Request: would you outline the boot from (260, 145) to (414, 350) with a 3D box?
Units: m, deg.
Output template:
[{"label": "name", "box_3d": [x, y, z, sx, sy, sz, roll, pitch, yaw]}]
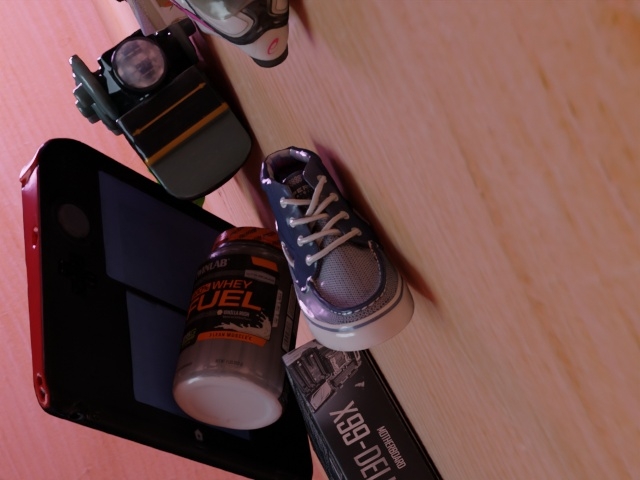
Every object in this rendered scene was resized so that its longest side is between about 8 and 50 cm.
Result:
[{"label": "boot", "box_3d": [0.000, 0.000, 0.713, 0.086, 0.069, 0.190, 64, 174, -22]}]

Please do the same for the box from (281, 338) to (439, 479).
[{"label": "box", "box_3d": [0.061, 0.251, 1.093, 0.242, 0.076, 0.307, 60, 171, 27]}]

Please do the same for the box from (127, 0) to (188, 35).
[{"label": "box", "box_3d": [-0.139, -0.263, 0.802, 0.067, 0.063, 0.324, 61, 172, 16]}]

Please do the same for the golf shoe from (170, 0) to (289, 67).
[{"label": "golf shoe", "box_3d": [-0.073, -0.164, 0.678, 0.186, 0.067, 0.086, 53, 168, 53]}]

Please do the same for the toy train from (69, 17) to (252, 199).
[{"label": "toy train", "box_3d": [-0.167, -0.133, 1.180, 0.190, 0.142, 0.334, 55, 173, -6]}]

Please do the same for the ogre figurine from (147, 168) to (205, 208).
[{"label": "ogre figurine", "box_3d": [-0.181, -0.116, 1.430, 0.197, 0.096, 0.118, 57, 166, 29]}]

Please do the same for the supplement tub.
[{"label": "supplement tub", "box_3d": [-0.081, 0.087, 1.130, 0.117, 0.116, 0.190, 74, -162, -52]}]

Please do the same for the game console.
[{"label": "game console", "box_3d": [-0.160, 0.081, 1.205, 0.386, 0.060, 0.342, 30, -147, -43]}]

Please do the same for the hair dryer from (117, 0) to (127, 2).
[{"label": "hair dryer", "box_3d": [-0.311, -0.354, 1.240, 0.293, 0.080, 0.224, 37, 162, 16]}]
